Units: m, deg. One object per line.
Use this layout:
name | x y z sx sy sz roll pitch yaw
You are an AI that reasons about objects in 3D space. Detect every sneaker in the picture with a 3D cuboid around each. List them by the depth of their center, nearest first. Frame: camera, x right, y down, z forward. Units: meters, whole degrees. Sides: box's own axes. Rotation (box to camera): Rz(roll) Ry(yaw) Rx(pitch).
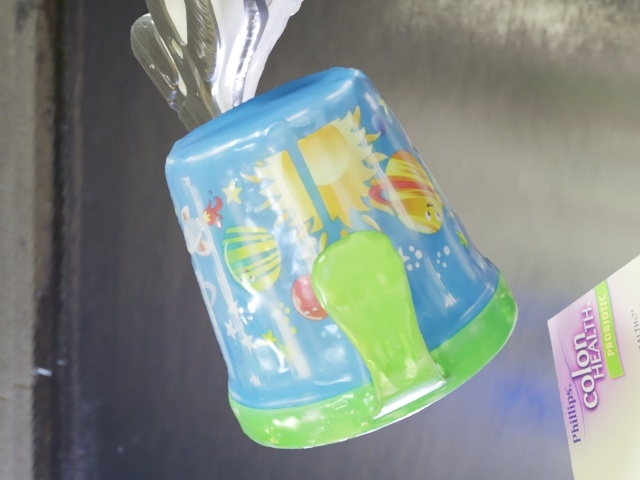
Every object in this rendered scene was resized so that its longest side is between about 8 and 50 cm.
sneaker | -0.048 -0.243 1.296 0.257 0.169 0.447 -35 175 -14

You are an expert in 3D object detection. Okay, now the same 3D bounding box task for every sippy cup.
sippy cup | 0.000 0.000 0.941 0.240 0.305 0.224 -38 110 -38

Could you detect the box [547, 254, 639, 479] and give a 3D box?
box | 0.268 0.098 0.746 0.243 0.117 0.214 -44 -140 45
